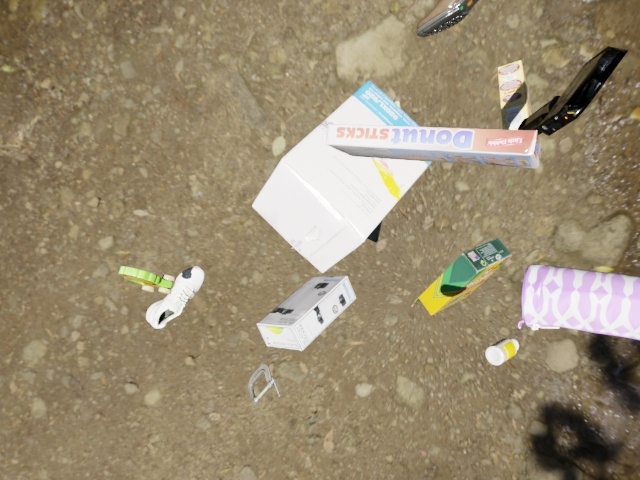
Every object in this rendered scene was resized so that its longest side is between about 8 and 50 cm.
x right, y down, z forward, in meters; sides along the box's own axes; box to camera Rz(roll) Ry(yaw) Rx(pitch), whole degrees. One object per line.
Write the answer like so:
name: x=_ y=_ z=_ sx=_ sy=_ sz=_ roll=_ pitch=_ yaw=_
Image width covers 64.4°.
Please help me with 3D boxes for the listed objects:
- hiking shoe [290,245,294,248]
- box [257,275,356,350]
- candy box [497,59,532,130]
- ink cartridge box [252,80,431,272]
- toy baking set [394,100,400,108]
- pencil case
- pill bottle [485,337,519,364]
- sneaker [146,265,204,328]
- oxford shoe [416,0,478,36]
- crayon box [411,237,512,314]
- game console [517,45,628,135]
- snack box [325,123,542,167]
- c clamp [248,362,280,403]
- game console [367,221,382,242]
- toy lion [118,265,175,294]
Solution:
hiking shoe: x=0.000 y=0.000 z=1.793 sx=0.226 sy=0.086 sz=0.114 roll=10 pitch=94 yaw=-23
box: x=-0.040 y=0.223 z=1.611 sx=0.169 sy=0.290 sz=0.087 roll=-4 pitch=116 yaw=45
candy box: x=0.679 y=-0.439 z=1.750 sx=0.087 sy=0.183 sz=0.317 roll=-9 pitch=54 yaw=28
ink cartridge box: x=0.040 y=-0.099 z=0.824 sx=0.168 sy=0.171 sz=0.233 roll=43 pitch=60 yaw=-2
toy baking set: x=0.205 y=-0.353 z=1.698 sx=0.196 sy=0.030 sz=0.256 roll=0 pitch=107 yaw=47
pencil case: x=0.344 y=0.081 z=0.613 sx=0.206 sy=0.086 sz=0.088 roll=6 pitch=79 yaw=33
pill bottle: x=0.403 y=0.242 z=1.118 sx=0.043 sy=0.083 sz=0.043 roll=16 pitch=112 yaw=47
sneaker: x=-0.287 y=0.120 z=1.033 sx=0.152 sy=0.061 sz=0.054 roll=-50 pitch=121 yaw=-9
oxford shoe: x=0.311 y=-0.569 z=1.185 sx=0.227 sy=0.082 sz=0.096 roll=-34 pitch=79 yaw=31
crayon box: x=0.464 y=0.136 z=1.693 sx=0.081 sy=0.202 sz=0.318 roll=55 pitch=140 yaw=21
game console: x=0.592 y=-0.334 z=1.277 sx=0.044 sy=0.361 sz=0.213 roll=39 pitch=81 yaw=0
snack box: x=0.098 y=-0.084 z=0.451 sx=0.178 sy=0.064 sz=0.022 roll=9 pitch=91 yaw=27
c clamp: x=-0.194 y=0.483 z=1.677 sx=0.161 sy=0.022 sz=0.137 roll=-48 pitch=47 yaw=35
game console: x=0.187 y=-0.071 z=1.825 sx=0.071 sy=0.107 sz=0.122 roll=13 pitch=113 yaw=7
toy lion: x=-0.318 y=0.067 z=0.907 sx=0.100 sy=0.096 sz=0.034 roll=-1 pitch=69 yaw=45
